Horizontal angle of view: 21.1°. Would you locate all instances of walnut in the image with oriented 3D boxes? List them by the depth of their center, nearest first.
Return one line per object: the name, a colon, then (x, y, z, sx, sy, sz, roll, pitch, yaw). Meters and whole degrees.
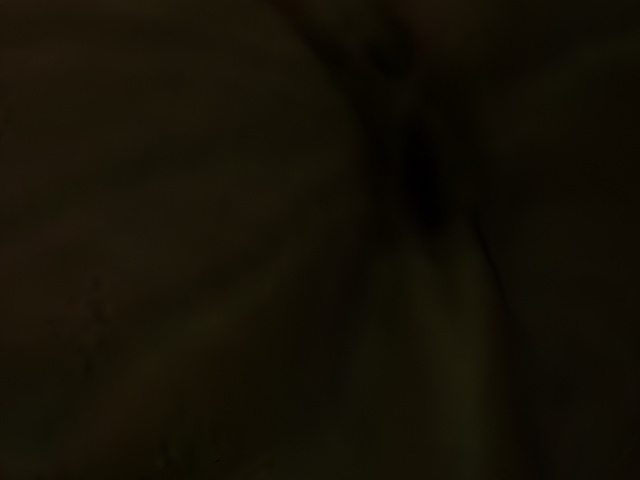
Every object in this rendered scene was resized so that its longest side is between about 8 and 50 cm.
walnut: (0.000, 0.000, 0.470, 0.296, 0.285, 0.285, -19, -7, -12)
